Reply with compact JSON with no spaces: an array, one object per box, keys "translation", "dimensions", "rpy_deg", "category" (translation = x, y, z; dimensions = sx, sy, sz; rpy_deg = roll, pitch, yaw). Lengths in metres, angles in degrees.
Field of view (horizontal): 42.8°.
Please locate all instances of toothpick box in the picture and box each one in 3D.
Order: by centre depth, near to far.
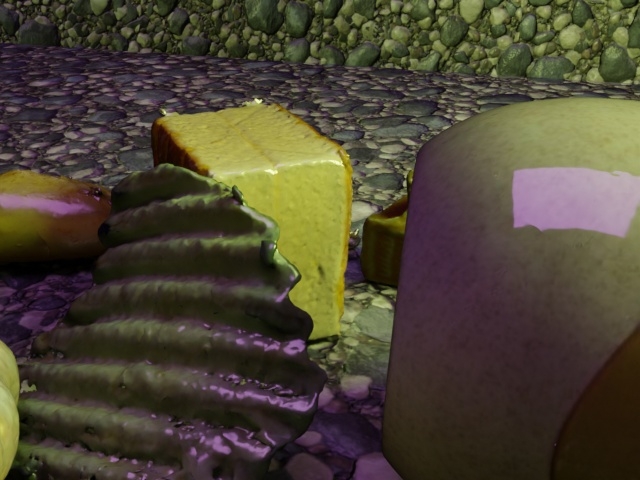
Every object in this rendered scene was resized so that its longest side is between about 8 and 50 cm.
[{"translation":[0.281,0.072,0.718],"dimensions":[0.426,0.408,0.409],"rpy_deg":[7,26,7],"category":"toothpick box"}]

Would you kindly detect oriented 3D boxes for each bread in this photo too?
[{"translation":[-0.100,-0.022,1.098],"dimensions":[0.207,0.278,0.279],"rpy_deg":[-9,29,-22],"category":"bread"}]

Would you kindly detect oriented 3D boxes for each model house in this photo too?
[{"translation":[0.175,-0.033,1.189],"dimensions":[0.239,0.268,0.173],"rpy_deg":[-6,45,-8],"category":"model house"}]

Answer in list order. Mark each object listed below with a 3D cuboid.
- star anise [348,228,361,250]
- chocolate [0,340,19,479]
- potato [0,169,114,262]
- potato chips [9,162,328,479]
[{"translation":[0.002,0.001,1.311],"dimensions":[0.141,0.042,0.141],"rpy_deg":[-2,22,1],"category":"star anise"},{"translation":[-0.343,0.157,0.742],"dimensions":[0.134,0.134,0.309],"rpy_deg":[-10,12,-20],"category":"chocolate"},{"translation":[-0.452,-0.036,1.283],"dimensions":[0.301,0.140,0.173],"rpy_deg":[-1,29,-11],"category":"potato"},{"translation":[-0.178,0.109,0.865],"dimensions":[0.389,0.373,0.097],"rpy_deg":[26,-9,37],"category":"potato chips"}]
